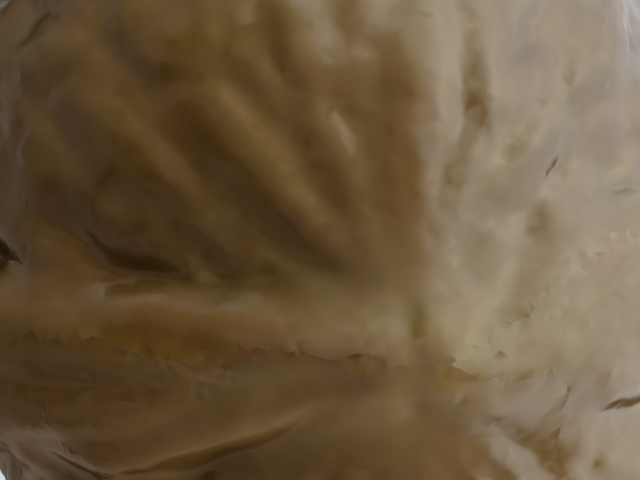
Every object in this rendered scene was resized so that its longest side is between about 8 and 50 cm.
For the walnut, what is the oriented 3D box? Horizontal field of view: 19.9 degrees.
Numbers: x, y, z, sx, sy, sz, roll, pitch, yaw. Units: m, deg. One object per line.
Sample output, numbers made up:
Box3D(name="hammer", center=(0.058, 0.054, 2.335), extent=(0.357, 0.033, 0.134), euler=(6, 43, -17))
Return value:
Box3D(name="walnut", center=(0.000, 0.000, 0.619), extent=(0.333, 0.333, 0.333), euler=(38, -36, 35))
